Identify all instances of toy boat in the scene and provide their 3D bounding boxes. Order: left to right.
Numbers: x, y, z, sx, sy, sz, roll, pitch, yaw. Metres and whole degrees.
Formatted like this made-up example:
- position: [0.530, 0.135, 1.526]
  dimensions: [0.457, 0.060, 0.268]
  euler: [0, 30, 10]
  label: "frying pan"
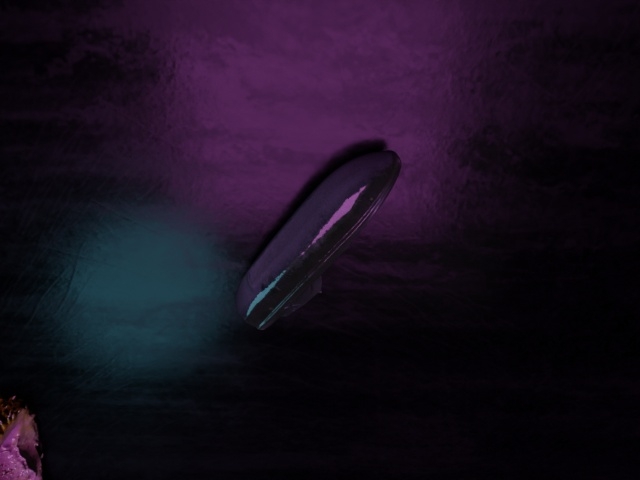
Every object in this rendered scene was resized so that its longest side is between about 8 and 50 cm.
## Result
- position: [0.000, 0.000, 0.515]
  dimensions: [0.085, 0.078, 0.260]
  euler: [27, 113, -38]
  label: "toy boat"

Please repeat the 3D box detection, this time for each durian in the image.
- position: [-0.463, 0.324, 0.630]
  dimensions: [0.132, 0.165, 0.182]
  euler: [-19, 147, -36]
  label: "durian"
